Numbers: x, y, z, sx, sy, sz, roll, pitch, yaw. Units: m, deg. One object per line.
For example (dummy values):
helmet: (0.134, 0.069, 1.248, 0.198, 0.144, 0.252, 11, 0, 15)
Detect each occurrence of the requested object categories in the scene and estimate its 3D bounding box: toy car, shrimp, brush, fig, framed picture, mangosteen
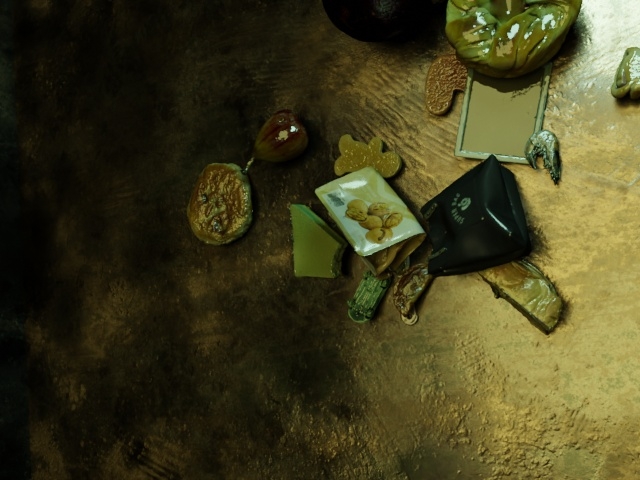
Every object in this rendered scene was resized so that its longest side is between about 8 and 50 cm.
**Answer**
toy car: (0.152, 0.171, 1.906, 0.094, 0.058, 0.186, 26, 87, 31)
shrimp: (0.614, -0.223, 1.673, 0.091, 0.034, 0.160, -13, 80, 23)
brush: (0.239, 0.105, 1.859, 0.072, 0.067, 0.312, -13, 81, 29)
fig: (-0.165, -0.319, 2.083, 0.274, 0.145, 0.170, -39, 66, 7)
framed picture: (0.517, -0.371, 1.736, 0.231, 0.018, 0.292, 10, 92, 21)
mangosteen: (0.208, -0.774, 1.793, 0.436, 0.382, 0.381, 6, 89, 16)

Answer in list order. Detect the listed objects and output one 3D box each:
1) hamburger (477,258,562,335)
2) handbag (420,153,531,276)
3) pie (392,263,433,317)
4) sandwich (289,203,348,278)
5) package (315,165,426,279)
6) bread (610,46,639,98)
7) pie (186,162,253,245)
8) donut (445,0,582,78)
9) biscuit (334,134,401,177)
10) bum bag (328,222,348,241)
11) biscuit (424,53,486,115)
hamburger: (0.544, 0.131, 1.647, 0.131, 0.124, 0.262, -47, 68, -1)
handbag: (0.408, -0.056, 1.690, 0.288, 0.152, 0.342, -32, 41, 34)
pie: (0.278, 0.130, 1.823, 0.088, 0.033, 0.191, 39, 88, 1)
sandwich: (0.000, 0.000, 1.979, 0.212, 0.063, 0.244, 0, 97, 41)
package: (0.144, -0.046, 1.837, 0.222, 0.165, 0.311, -24, 54, -14)
bread: (0.854, -0.421, 1.524, 0.225, 0.081, 0.134, 4, 82, 33)
pie: (-0.368, -0.129, 2.232, 0.316, 0.092, 0.314, -4, 83, 29)
donut: (0.521, -0.620, 1.665, 0.361, 0.170, 0.359, -4, 78, 20)
biscuit: (0.153, -0.256, 1.958, 0.241, 0.035, 0.158, 19, 98, 31)
bum bag: (0.099, -0.040, 1.965, 0.198, 0.049, 0.087, -29, 79, 28)
biscuit: (0.407, -0.466, 1.821, 0.192, 0.036, 0.186, 4, 87, 29)
